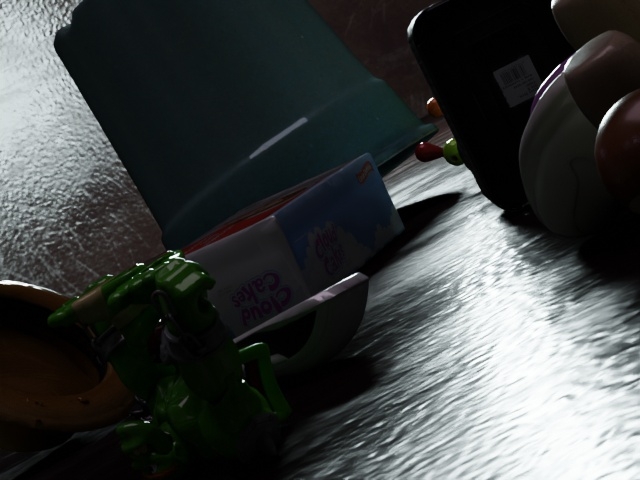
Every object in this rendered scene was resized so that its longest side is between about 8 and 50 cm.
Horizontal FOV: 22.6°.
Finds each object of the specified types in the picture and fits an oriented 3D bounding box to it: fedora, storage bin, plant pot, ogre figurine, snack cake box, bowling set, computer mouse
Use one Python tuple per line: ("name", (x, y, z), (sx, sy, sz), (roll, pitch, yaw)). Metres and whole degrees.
("fedora", (-0.241, 0.109, 1.264), (0.194, 0.194, 0.079), (-34, -28, -58))
("storage bin", (0.160, -0.126, 1.313), (0.122, 0.180, 0.084), (-26, 6, 3))
("plant pot", (-0.101, -0.157, 1.785), (0.341, 0.334, 0.341), (-35, -1, -1))
("ogre figurine", (-0.077, 0.068, 0.877), (0.097, 0.118, 0.197), (-36, 8, -40))
("snack cake box", (-0.039, 0.011, 1.470), (0.152, 0.089, 0.264), (-22, 6, 25))
("bowling set", (0.197, -0.046, 0.705), (0.200, 0.154, 0.287), (-51, 18, -28))
("computer mouse", (-0.035, 0.076, 1.049), (0.193, 0.042, 0.106), (-30, -3, 43))

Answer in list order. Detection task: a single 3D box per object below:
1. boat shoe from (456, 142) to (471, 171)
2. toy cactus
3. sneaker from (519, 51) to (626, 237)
("boat shoe", (0.202, -0.176, 1.424), (0.113, 0.127, 0.340), (-8, -29, -43))
("toy cactus", (0.215, -0.128, 1.699), (0.181, 0.112, 0.219), (2, 20, 38))
("sneaker", (0.215, -0.073, 0.891), (0.114, 0.152, 0.305), (-24, -21, -34))
